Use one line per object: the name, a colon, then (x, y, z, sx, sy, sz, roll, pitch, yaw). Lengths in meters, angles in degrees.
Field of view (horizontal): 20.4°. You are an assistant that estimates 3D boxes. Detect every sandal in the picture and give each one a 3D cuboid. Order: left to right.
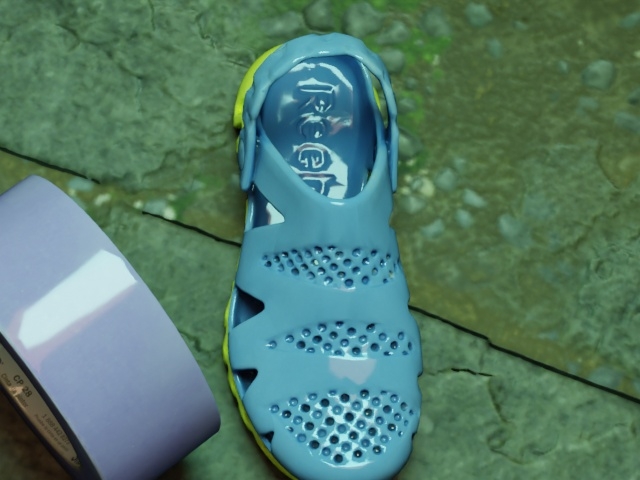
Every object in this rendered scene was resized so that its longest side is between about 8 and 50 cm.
sandal: (0.000, 0.000, 1.105, 0.126, 0.138, 0.317, -5, 71, -9)

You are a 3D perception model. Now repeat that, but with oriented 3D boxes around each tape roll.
tape roll: (-0.146, 0.060, 1.038, 0.080, 0.189, 0.189, -37, 76, -18)
